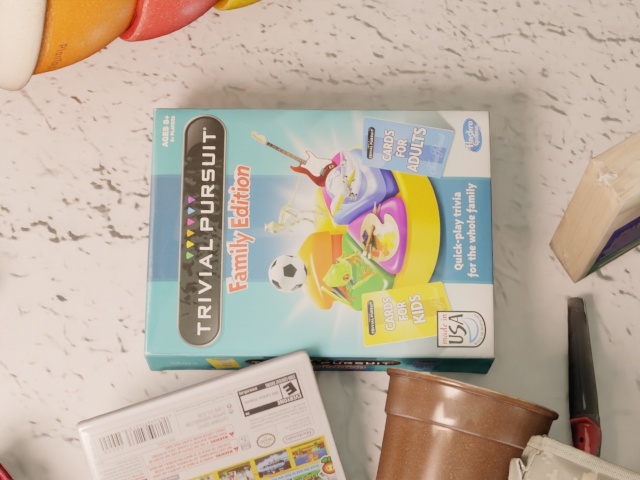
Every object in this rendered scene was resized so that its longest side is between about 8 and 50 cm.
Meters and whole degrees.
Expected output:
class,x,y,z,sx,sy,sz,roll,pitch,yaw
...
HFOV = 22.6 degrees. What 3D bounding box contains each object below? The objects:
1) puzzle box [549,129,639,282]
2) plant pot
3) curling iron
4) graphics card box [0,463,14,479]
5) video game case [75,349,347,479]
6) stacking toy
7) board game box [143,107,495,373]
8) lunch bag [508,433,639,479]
class,x,y,z,sx,sy,sz,roll,pitch,yaw
puzzle box,0.413,-0.113,1.518,0.409,0.272,0.052,-30,76,-9
plant pot,0.120,0.219,1.486,0.167,0.167,0.165,15,83,4
curling iron,0.244,0.186,1.551,0.068,0.035,0.274,6,74,1
graphics card box,-0.385,0.391,1.458,0.371,0.094,0.233,-38,78,-12
video game case,-0.091,0.233,1.503,0.227,0.026,0.206,-18,97,-6
stacking toy,-0.127,-0.333,1.612,0.480,0.350,0.350,-4,73,-22
board game box,0.000,0.000,1.582,0.336,0.079,0.253,0,73,-1
lunch bag,0.262,0.327,1.417,0.287,0.169,0.235,25,80,-8
